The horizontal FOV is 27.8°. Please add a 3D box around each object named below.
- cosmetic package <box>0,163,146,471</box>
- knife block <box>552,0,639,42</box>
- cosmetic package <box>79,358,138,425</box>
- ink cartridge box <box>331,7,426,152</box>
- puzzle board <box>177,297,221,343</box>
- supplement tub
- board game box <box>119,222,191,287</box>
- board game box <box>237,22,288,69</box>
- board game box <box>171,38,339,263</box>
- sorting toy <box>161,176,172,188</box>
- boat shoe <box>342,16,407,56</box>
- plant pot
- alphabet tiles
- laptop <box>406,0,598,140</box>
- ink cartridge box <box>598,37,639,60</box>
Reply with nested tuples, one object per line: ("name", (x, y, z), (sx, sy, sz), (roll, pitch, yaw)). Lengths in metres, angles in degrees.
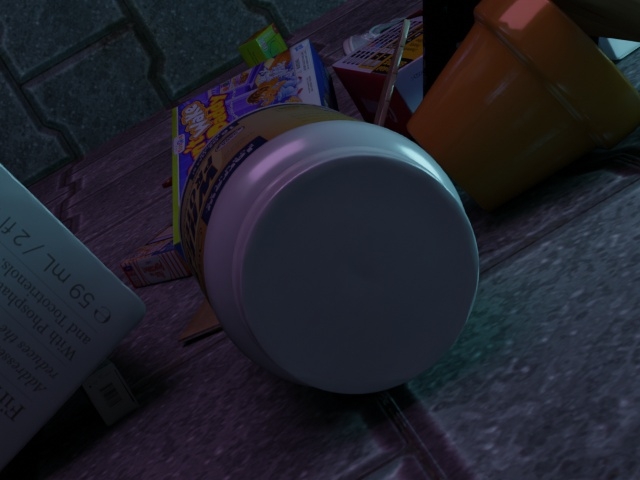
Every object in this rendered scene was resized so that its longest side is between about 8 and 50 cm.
("cosmetic package", (-0.465, 0.093, 1.403), (0.393, 0.329, 0.327), (-48, 20, -13))
("knife block", (0.355, -0.246, 1.258), (0.242, 0.088, 0.276), (10, -5, 20))
("cosmetic package", (-0.241, 0.158, 1.421), (0.041, 0.060, 0.115), (-33, 17, -14))
("ink cartridge box", (0.136, -0.218, 1.797), (0.272, 0.130, 0.309), (-33, 15, -7))
("puzzle board", (-0.109, 0.076, 1.530), (0.096, 0.011, 0.128), (-23, 17, 21))
("supplement tub", (0.000, 0.000, 1.152), (0.228, 0.228, 0.316), (-32, 15, -5))
("board game box", (-0.176, -0.010, 1.869), (0.147, 0.045, 0.193), (-12, 23, 49))
("board game box", (-0.070, -0.285, 2.296), (0.043, 0.181, 0.092), (-22, 17, 28))
("board game box", (-0.085, -0.117, 1.774), (0.233, 0.078, 0.347), (-26, 34, 11))
("sorting toy", (-0.161, -0.151, 2.295), (0.132, 0.046, 0.274), (-16, 20, 42))
("boat shoe", (0.119, -0.316, 2.182), (0.103, 0.118, 0.320), (-29, 8, 21))
("plant pot", (0.198, -0.137, 1.333), (0.188, 0.205, 0.205), (-44, 13, 8))
("alphabet tiles", (0.064, -0.128, 1.468), (0.198, 0.009, 0.237), (106, 180, -57))
("laptop", (0.189, -0.214, 1.502), (0.234, 0.264, 0.136), (-20, 39, -20))
("ink cartridge box", (0.324, -0.326, 1.710), (0.100, 0.172, 0.237), (-33, 15, -17))
